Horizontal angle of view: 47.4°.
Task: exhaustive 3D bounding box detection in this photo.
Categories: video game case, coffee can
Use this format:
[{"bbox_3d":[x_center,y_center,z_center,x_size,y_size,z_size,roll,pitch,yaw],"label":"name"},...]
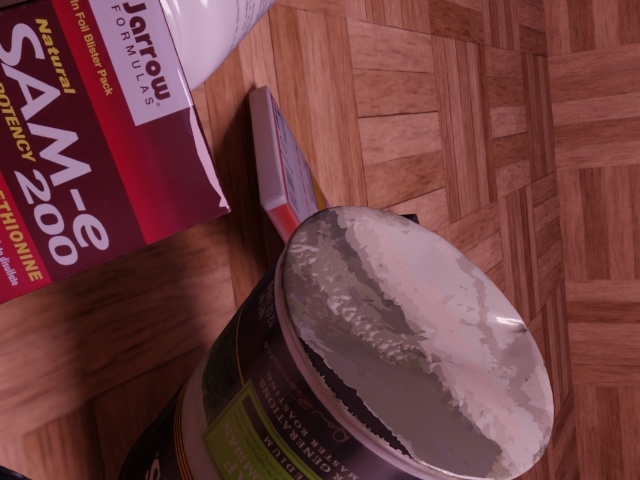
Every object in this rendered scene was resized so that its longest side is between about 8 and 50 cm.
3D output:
[{"bbox_3d":[0.000,0.000,0.774,0.204,0.025,0.285,-101,166,-50],"label":"video game case"},{"bbox_3d":[-0.004,0.139,0.524,0.201,0.275,0.202,23,38,-20],"label":"coffee can"}]

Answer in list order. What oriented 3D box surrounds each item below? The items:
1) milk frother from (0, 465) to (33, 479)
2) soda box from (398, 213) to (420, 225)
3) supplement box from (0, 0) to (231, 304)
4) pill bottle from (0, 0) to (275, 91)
[{"bbox_3d":[-0.224,0.177,0.393,0.143,0.129,0.135,31,48,-5],"label":"milk frother"},{"bbox_3d":[0.091,0.033,0.996,0.169,0.053,0.060,-59,137,-46],"label":"soda box"},{"bbox_3d":[-0.179,-0.034,0.355,0.239,0.073,0.130,-24,114,-16],"label":"supplement box"},{"bbox_3d":[-0.116,-0.203,0.529,0.160,0.160,0.283,65,36,-35],"label":"pill bottle"}]
